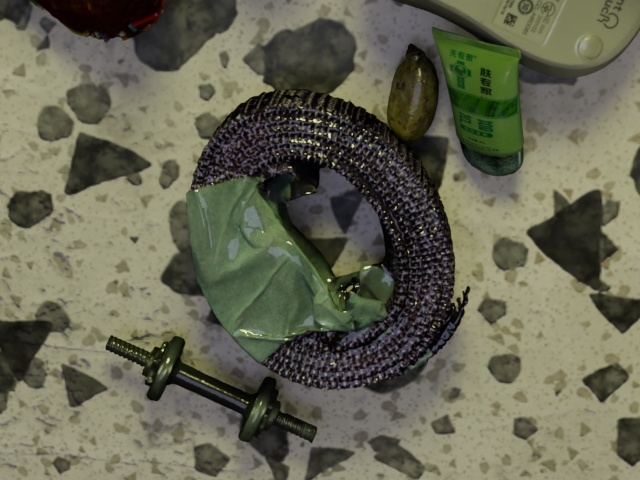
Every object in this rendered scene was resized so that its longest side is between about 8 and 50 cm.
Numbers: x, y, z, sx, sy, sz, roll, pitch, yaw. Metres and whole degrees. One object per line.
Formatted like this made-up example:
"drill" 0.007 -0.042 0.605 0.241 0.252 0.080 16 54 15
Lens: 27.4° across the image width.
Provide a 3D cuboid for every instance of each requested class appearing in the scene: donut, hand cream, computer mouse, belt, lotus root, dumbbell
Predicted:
"donut" -0.228 -0.299 1.253 0.235 0.089 0.235 27 148 18
"hand cream" 0.161 -0.132 1.289 0.095 0.046 0.175 22 151 30
"computer mouse" 0.168 -0.271 1.239 0.297 0.121 0.184 17 101 -15
"belt" 0.000 0.000 1.363 0.260 0.122 0.324 -29 103 12
"lotus root" 0.095 -0.149 1.327 0.049 0.054 0.099 11 112 14
"dumbbell" -0.121 0.165 1.460 0.254 0.081 0.081 24 112 -2
